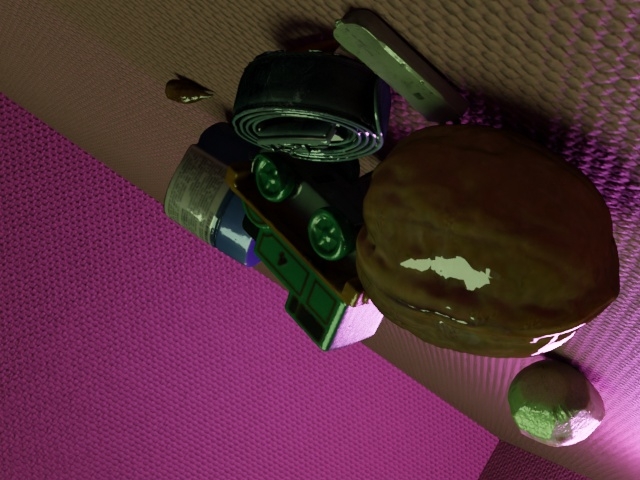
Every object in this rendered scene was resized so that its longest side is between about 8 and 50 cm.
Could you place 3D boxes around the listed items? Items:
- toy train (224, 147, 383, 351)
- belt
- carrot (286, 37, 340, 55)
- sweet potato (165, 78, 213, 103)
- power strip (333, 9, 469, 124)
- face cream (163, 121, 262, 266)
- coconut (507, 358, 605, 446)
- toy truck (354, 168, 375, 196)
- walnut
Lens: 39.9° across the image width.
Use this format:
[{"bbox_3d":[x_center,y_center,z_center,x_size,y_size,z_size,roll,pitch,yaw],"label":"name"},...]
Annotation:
[{"bbox_3d":[0.000,0.000,1.435,0.178,0.249,0.429,-14,-134,-40],"label":"toy train"},{"bbox_3d":[-0.008,-0.184,1.257,0.206,0.116,0.267,20,166,-34],"label":"belt"},{"bbox_3d":[-0.021,-0.262,1.268,0.048,0.048,0.216,36,164,-18],"label":"carrot"},{"bbox_3d":[-0.262,-0.299,1.780,0.117,0.049,0.049,13,161,30],"label":"sweet potato"},{"bbox_3d":[0.109,-0.216,1.131,0.227,0.029,0.080,37,166,-23],"label":"power strip"},{"bbox_3d":[-0.179,-0.102,1.866,0.225,0.249,0.249,32,169,8],"label":"face cream"},{"bbox_3d":[0.571,0.401,2.147,0.236,0.236,0.204,42,-160,-43],"label":"coconut"},{"bbox_3d":[0.127,-0.008,1.531,0.125,0.101,0.242,-7,106,58],"label":"toy truck"},{"bbox_3d":[0.219,0.008,1.149,0.344,0.306,0.306,25,167,21],"label":"walnut"}]
